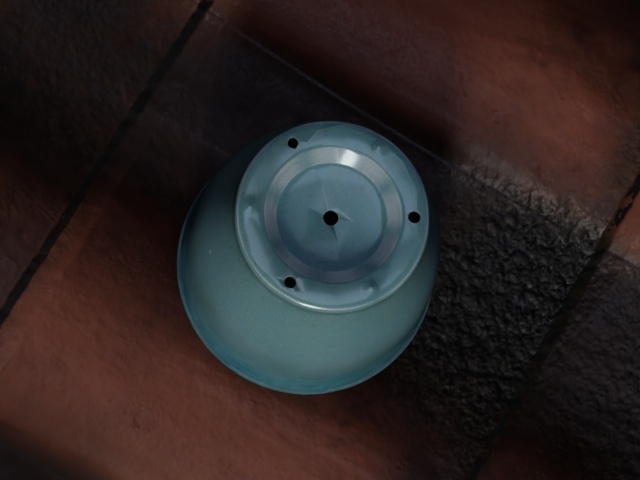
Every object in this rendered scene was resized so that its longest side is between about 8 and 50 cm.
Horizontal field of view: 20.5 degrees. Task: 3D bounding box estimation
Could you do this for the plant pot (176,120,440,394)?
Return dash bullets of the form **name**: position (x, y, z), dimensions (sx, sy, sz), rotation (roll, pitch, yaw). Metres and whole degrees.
- **plant pot**: position (0.000, 0.000, 1.737), dimensions (0.271, 0.255, 0.272), rotation (1, 78, -7)
